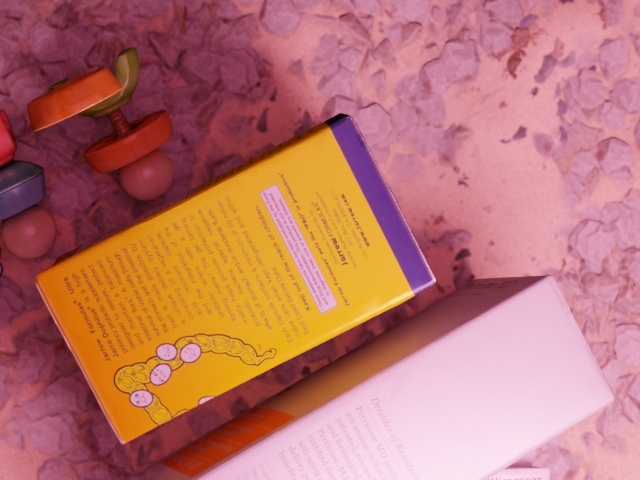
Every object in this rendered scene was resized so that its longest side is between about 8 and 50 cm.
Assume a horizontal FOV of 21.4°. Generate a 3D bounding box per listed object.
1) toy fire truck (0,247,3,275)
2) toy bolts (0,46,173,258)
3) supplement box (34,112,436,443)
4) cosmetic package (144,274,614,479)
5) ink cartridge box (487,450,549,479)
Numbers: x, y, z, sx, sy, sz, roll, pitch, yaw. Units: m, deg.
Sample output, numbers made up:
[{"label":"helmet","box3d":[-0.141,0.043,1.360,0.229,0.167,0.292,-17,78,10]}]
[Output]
[{"label":"toy fire truck","box3d":[-0.414,0.090,1.784,0.135,0.047,0.192,10,85,-13]},{"label":"toy bolts","box3d":[-0.266,-0.077,1.765,0.229,0.218,0.158,-25,101,3]},{"label":"supplement box","box3d":[-0.086,0.032,1.758,0.357,0.194,0.195,-27,95,2]},{"label":"cosmetic package","box3d":[0.057,0.211,1.816,0.453,0.230,0.161,-29,95,-15]},{"label":"ink cartridge box","box3d":[0.203,0.309,1.923,0.092,0.090,0.143,1,87,-16]}]
